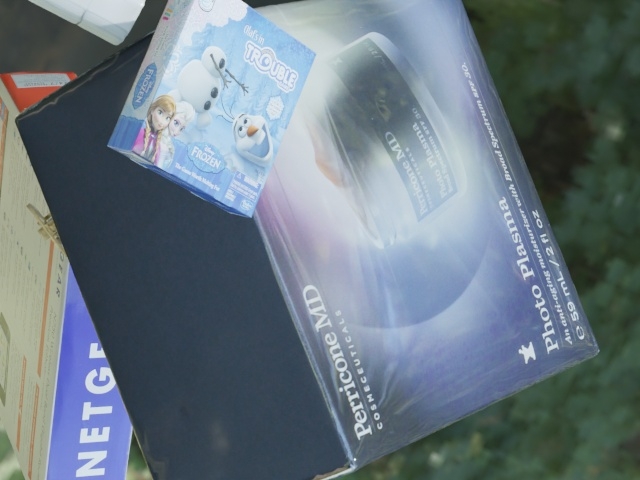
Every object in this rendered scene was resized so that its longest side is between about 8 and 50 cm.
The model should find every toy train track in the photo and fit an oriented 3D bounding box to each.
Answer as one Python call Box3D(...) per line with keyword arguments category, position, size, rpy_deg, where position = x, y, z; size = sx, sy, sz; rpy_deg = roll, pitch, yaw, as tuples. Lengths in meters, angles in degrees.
Box3D(category="toy train track", position=(-0.189, -0.014, 1.334), size=(0.014, 0.048, 0.083), rpy_deg=(-39, -175, -21))

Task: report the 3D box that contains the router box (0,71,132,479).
Box3D(category="router box", position=(-0.255, 0.049, 1.791), size=(0.082, 0.301, 0.335), rpy_deg=(-2, 120, -23))

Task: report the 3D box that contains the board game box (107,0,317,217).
Box3D(category="board game box", position=(-0.049, -0.068, 0.876), size=(0.090, 0.020, 0.090), rpy_deg=(29, 79, -48))

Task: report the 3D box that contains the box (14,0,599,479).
Box3D(category="box", position=(0.000, 0.000, 1.242), size=(0.294, 0.183, 0.296), rpy_deg=(-18, 85, -49))

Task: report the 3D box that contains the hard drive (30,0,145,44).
Box3D(category="hard drive", position=(-0.305, -0.255, 1.356), size=(0.047, 0.353, 0.233), rpy_deg=(-60, -163, 5))
